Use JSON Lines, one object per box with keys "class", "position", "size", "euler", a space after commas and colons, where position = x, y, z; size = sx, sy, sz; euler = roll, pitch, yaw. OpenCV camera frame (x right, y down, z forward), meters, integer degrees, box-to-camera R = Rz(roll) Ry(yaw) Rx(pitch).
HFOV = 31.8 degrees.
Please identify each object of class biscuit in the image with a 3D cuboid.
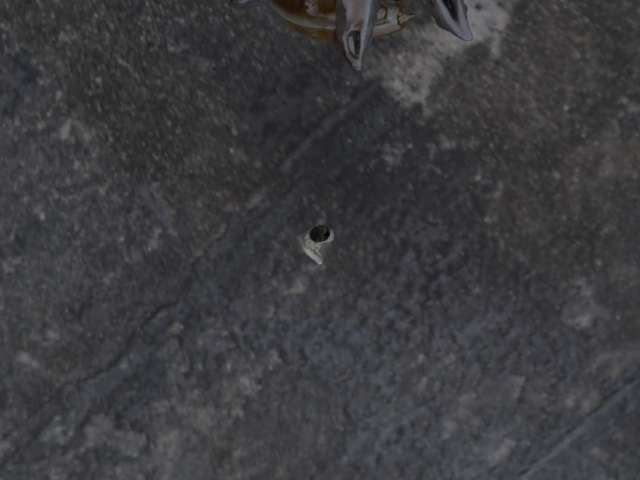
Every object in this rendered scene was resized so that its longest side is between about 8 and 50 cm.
{"class": "biscuit", "position": [0.035, -0.447, 1.632], "size": [0.268, 0.366, 0.115], "euler": [4, 152, 25]}

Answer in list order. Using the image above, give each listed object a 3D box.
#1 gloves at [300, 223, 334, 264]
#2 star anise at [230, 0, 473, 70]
{"class": "gloves", "position": [-0.001, -0.001, 1.268], "size": [0.044, 0.037, 0.081], "euler": [-25, 155, -18]}
{"class": "star anise", "position": [0.047, -0.203, 0.674], "size": [0.231, 0.089, 0.209], "euler": [24, 93, 2]}
